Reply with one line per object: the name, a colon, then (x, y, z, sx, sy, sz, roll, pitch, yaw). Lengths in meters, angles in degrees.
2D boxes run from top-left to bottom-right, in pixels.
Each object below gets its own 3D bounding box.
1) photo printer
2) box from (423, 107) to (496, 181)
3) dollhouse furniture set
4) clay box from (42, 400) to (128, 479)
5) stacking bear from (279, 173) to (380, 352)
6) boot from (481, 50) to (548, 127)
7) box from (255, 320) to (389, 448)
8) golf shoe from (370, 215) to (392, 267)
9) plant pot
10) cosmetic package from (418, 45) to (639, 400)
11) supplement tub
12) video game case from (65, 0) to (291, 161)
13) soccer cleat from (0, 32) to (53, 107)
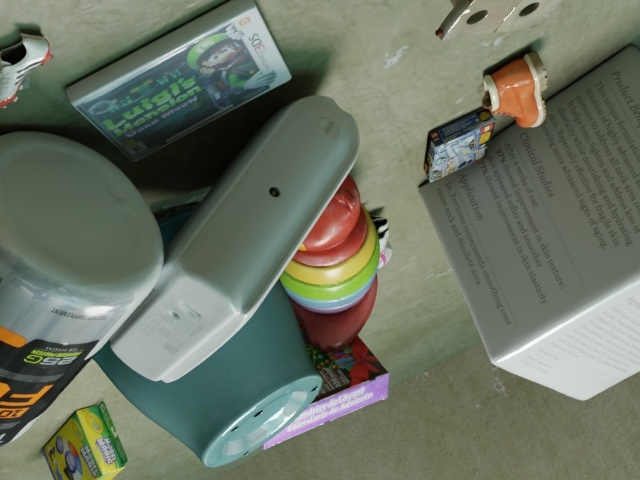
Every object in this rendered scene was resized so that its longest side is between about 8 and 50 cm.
photo printer: (-0.086, -0.011, 1.225, 0.256, 0.107, 0.307, -41, -167, 53)
box: (0.197, -0.135, 1.609, 0.094, 0.027, 0.137, -23, 163, -6)
dollhouse furniture set: (0.163, -0.282, 0.959, 0.129, 0.129, 0.183, -15, 161, -32)
clay box: (-0.429, 0.390, 2.050, 0.053, 0.127, 0.222, -13, 158, -39)
stacking bear: (0.000, 0.000, 1.512, 0.164, 0.175, 0.289, -44, 159, -19)
boot: (0.254, -0.189, 1.498, 0.085, 0.059, 0.158, -24, 155, 2)
box: (-0.061, 0.153, 1.642, 0.201, 0.293, 0.057, -20, 134, -22)
golf shoe: (0.082, 0.001, 1.769, 0.086, 0.067, 0.186, -34, 161, 17)
plant pot: (-0.143, 0.136, 1.434, 0.272, 0.255, 0.271, -33, 159, -14)
cosmetic package: (0.431, -0.008, 1.703, 0.394, 0.329, 0.327, -34, 146, 23)
supplement tub: (-0.321, 0.070, 1.101, 0.207, 0.207, 0.338, -5, 146, -50)
video game case: (-0.130, -0.152, 1.092, 0.190, 0.022, 0.173, -27, 163, 2)
soccer cleat: (-0.257, -0.141, 0.932, 0.083, 0.029, 0.036, -38, 151, 23)
